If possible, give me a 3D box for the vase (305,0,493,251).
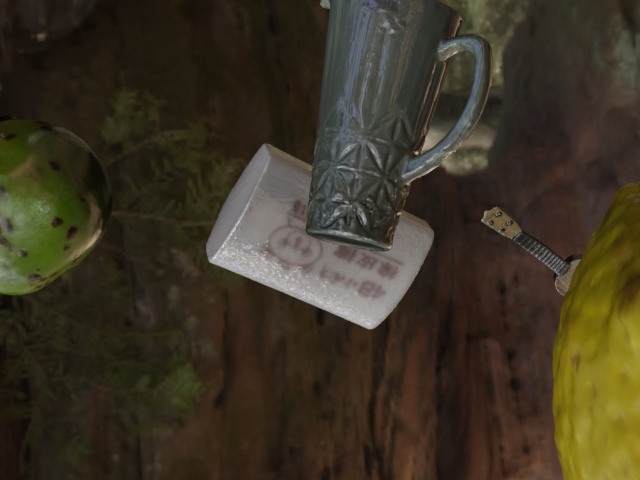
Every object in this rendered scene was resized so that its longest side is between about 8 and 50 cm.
[{"bbox_3d":[0.072,-0.142,1.162,0.156,0.251,0.301,20,-99,-53],"label":"vase"}]

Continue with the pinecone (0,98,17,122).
[{"bbox_3d":[-0.325,-0.074,0.874,0.140,0.121,0.140,-168,90,-79],"label":"pinecone"}]

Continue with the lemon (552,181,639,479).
[{"bbox_3d":[0.295,0.102,0.521,0.350,0.350,0.387,-48,-49,-89],"label":"lemon"}]

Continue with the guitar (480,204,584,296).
[{"bbox_3d":[0.339,0.030,1.475,0.084,0.271,0.038,-51,13,16],"label":"guitar"}]

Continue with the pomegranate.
[{"bbox_3d":[-0.234,-0.033,0.807,0.143,0.122,0.169,-43,-31,-27],"label":"pomegranate"}]

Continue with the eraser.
[{"bbox_3d":[0.000,0.000,1.392,0.174,0.270,0.095,-58,25,17],"label":"eraser"}]
